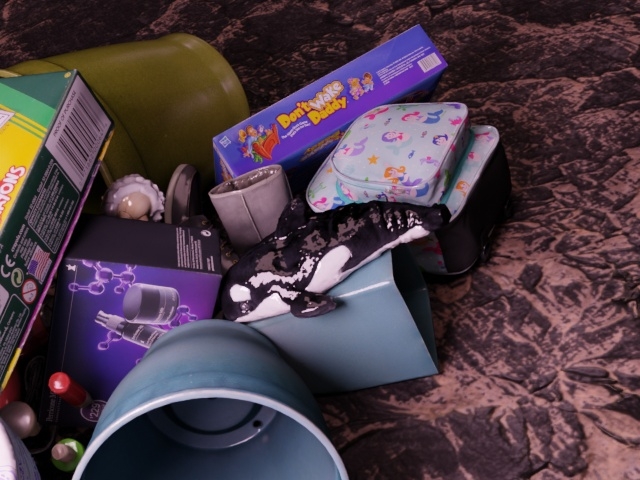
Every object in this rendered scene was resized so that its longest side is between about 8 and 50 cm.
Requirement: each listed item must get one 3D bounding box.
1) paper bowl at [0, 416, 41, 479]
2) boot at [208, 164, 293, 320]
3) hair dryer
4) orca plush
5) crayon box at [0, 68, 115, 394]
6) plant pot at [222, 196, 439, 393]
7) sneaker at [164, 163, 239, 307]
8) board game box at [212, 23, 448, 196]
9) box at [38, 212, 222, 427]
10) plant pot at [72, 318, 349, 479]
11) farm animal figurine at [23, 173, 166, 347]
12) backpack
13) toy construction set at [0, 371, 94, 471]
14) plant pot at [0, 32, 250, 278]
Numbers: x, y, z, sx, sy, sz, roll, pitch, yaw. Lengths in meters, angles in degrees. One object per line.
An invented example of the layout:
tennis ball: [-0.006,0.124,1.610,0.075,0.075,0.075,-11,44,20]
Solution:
paper bowl: [-0.397,0.274,0.936,0.285,0.148,0.284,-4,56,6]
boot: [-0.100,0.023,1.346,0.190,0.208,0.076,-30,36,-11]
hair dryer: [-0.444,0.178,1.436,0.294,0.080,0.223,5,43,32]
orca plush: [0.000,0.000,1.142,0.287,0.102,0.151,-15,37,23]
crayon box: [-0.434,-0.014,1.113,0.313,0.106,0.362,-1,53,22]
plant pot: [0.005,0.086,1.259,0.234,0.165,0.165,-17,36,14]
sneaker: [-0.158,-0.004,1.468,0.118,0.083,0.221,-3,81,13]
board game box: [0.007,-0.166,1.523,0.347,0.233,0.078,-31,80,-12]
box: [-0.234,0.105,1.222,0.185,0.261,0.103,8,34,-13]
plant pot: [-0.115,0.216,1.086,0.272,0.271,0.255,-20,22,3]
farm animal figurine: [-0.386,0.009,1.335,0.331,0.326,0.172,-2,57,-18]
backpack: [0.109,-0.073,1.393,0.254,0.191,0.225,0,42,35]
toy construction set: [-0.398,0.263,1.163,0.309,0.237,0.257,-26,74,-8]
plant pot: [-0.309,-0.164,1.613,0.367,0.366,0.353,13,38,39]
